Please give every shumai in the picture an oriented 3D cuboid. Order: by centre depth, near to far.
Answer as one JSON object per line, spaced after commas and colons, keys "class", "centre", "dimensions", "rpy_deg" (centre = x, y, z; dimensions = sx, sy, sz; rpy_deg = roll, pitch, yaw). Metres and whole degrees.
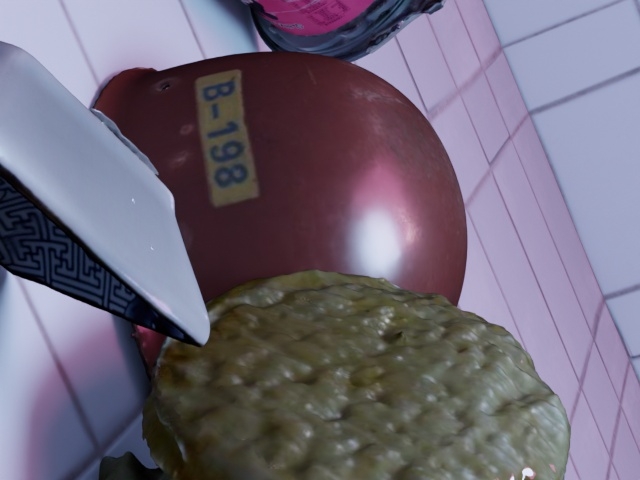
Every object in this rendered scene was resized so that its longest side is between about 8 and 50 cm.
{"class": "shumai", "centre": [0.006, 0.198, 1.080], "dimensions": [0.330, 0.292, 0.288], "rpy_deg": [-46, 147, -59]}

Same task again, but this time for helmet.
{"class": "helmet", "centre": [0.000, 0.000, 1.291], "dimensions": [0.337, 0.230, 0.385], "rpy_deg": [51, 24, -44]}

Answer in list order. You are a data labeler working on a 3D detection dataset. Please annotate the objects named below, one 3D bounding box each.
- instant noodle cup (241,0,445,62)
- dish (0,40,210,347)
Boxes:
{"class": "instant noodle cup", "centre": [-0.024, -0.317, 1.575], "dimensions": [0.182, 0.302, 0.258], "rpy_deg": [24, 79, -47]}
{"class": "dish", "centre": [-0.167, -0.044, 0.919], "dimensions": [0.080, 0.182, 0.243], "rpy_deg": [-60, 142, -14]}
